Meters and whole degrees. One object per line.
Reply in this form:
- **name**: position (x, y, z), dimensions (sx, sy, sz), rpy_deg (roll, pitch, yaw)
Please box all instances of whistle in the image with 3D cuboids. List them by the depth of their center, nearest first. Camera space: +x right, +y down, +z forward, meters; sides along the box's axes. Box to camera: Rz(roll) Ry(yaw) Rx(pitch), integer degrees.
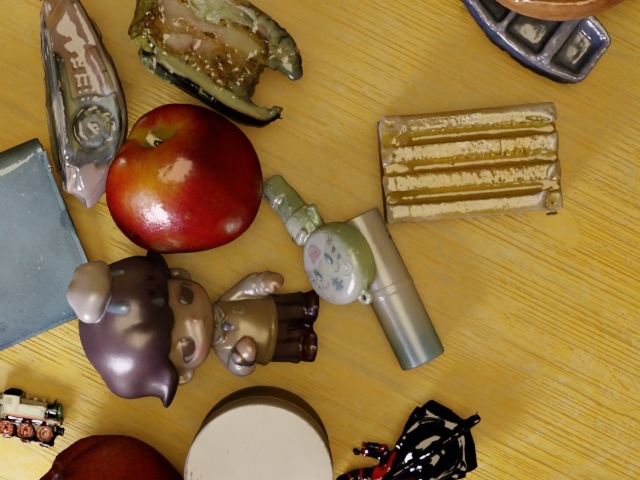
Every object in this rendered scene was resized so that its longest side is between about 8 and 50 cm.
- **whistle**: position (0.000, 0.000, 1.732), dimensions (0.258, 0.067, 0.126), rpy_deg (48, 134, 21)

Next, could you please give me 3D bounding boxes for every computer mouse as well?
- **computer mouse**: position (-0.356, -0.243, 1.704), dimensions (0.115, 0.199, 0.389), rpy_deg (-7, 93, -21)

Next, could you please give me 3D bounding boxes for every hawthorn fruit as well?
- **hawthorn fruit**: position (-0.293, 0.445, 1.690), dimensions (0.265, 0.265, 0.307), rpy_deg (-45, 113, 0)

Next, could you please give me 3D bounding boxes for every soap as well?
- **soap**: position (0.229, -0.116, 1.757), dimensions (0.274, 0.089, 0.173), rpy_deg (-5, 92, -1)

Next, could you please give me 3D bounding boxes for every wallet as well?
- **wallet**: position (-0.488, 0.019, 1.713), dimensions (0.251, 0.054, 0.290), rpy_deg (-24, 104, -14)

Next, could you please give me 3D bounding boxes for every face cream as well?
- **face cream**: position (-0.091, 0.340, 1.717), dimensions (0.218, 0.179, 0.218), rpy_deg (0, 92, -1)
- **face cream**: position (0.108, 0.075, 1.765), dimensions (0.077, 0.077, 0.250), rpy_deg (-25, 92, 0)

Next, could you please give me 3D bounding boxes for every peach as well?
- **peach**: position (-0.198, -0.079, 1.683), dimensions (0.243, 0.199, 0.243), rpy_deg (-18, 124, -28)

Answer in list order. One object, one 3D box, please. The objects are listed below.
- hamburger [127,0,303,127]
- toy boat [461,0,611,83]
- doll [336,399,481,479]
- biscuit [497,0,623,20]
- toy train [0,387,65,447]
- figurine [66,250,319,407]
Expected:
- **hamburger**: position (-0.174, -0.302, 1.705), dimensions (0.288, 0.192, 0.167), rpy_deg (29, 97, -27)
- **toy boat**: position (0.313, -0.359, 1.758), dimensions (0.283, 0.078, 0.127), rpy_deg (38, 91, -2)
- **doll**: position (0.147, 0.340, 1.776), dimensions (0.249, 0.088, 0.127), rpy_deg (-39, 113, 9)
- **biscuit**: position (0.340, -0.543, 1.708), dimensions (0.350, 0.078, 0.455), rpy_deg (-9, 75, 2)
- **toy train**: position (-0.522, 0.266, 1.771), dimensions (0.250, 0.053, 0.085), rpy_deg (11, 86, -2)
- **figurine**: position (-0.184, 0.135, 1.697), dimensions (0.365, 0.206, 0.218), rpy_deg (3, 100, -2)
